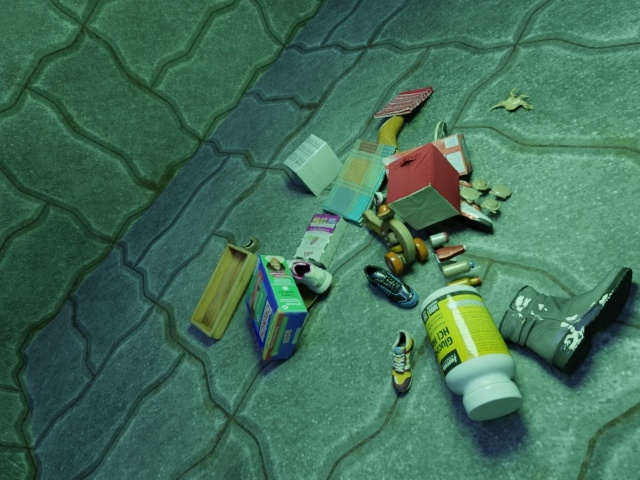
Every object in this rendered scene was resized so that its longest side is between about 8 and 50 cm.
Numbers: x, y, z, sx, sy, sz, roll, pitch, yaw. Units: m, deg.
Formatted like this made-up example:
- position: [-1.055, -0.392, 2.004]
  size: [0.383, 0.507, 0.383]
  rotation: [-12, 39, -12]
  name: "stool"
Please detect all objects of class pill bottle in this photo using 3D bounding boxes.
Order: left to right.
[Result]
- position: [0.413, 0.303, 1.155]
  size: [0.187, 0.188, 0.334]
  rotation: [-29, 43, 17]
  name: "pill bottle"

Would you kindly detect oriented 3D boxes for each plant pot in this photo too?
- position: [-0.090, 0.210, 1.756]
  size: [0.236, 0.032, 0.236]
  rotation: [-21, 47, 24]
  name: "plant pot"

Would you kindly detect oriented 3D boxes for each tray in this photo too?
- position: [-0.448, 0.231, 1.954]
  size: [0.202, 0.076, 0.411]
  rotation: [17, 80, 45]
  name: "tray"

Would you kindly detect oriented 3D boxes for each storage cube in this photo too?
- position: [0.358, -0.183, 1.457]
  size: [0.183, 0.215, 0.193]
  rotation: [-23, 45, 40]
  name: "storage cube"

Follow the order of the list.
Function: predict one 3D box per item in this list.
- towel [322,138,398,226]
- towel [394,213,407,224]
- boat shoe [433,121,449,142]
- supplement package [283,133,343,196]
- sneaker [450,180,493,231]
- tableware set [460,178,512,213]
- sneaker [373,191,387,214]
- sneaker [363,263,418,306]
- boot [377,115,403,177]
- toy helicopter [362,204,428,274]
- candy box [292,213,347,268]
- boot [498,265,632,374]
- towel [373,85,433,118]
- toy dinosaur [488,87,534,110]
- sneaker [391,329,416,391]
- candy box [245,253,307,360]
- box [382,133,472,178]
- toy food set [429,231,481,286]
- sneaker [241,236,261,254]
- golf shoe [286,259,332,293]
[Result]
- position: [0.166, -0.269, 1.858]
  size: [0.271, 0.040, 0.370]
  rotation: [27, 92, 47]
  name: "towel"
- position: [0.342, -0.127, 1.680]
  size: [0.110, 0.027, 0.148]
  rotation: [-22, 46, 25]
  name: "towel"
- position: [0.510, -0.397, 1.730]
  size: [0.073, 0.080, 0.224]
  rotation: [0, 63, 33]
  name: "boat shoe"
- position: [-0.030, -0.369, 2.049]
  size: [0.203, 0.194, 0.149]
  rotation: [-45, 42, -1]
  name: "supplement package"
- position: [0.522, -0.136, 1.494]
  size: [0.145, 0.090, 0.270]
  rotation: [-54, 39, -6]
  name: "sneaker"
- position: [0.578, -0.165, 1.463]
  size: [0.141, 0.020, 0.168]
  rotation: [32, 54, 28]
  name: "tableware set"
- position: [0.259, -0.150, 1.683]
  size: [0.077, 0.178, 0.072]
  rotation: [-10, 82, 3]
  name: "sneaker"
- position: [0.241, 0.157, 1.485]
  size: [0.081, 0.090, 0.232]
  rotation: [-53, 41, -8]
  name: "sneaker"
- position: [0.326, -0.417, 1.884]
  size: [0.295, 0.104, 0.211]
  rotation: [-48, 46, 5]
  name: "boot"
- position: [0.239, -0.048, 1.557]
  size: [0.140, 0.235, 0.355]
  rotation: [-28, 29, -9]
  name: "toy helicopter"
- position: [0.000, 0.000, 1.822]
  size: [0.159, 0.071, 0.233]
  rotation: [7, 62, 42]
  name: "candy box"
- position: [0.652, 0.169, 1.133]
  size: [0.338, 0.118, 0.222]
  rotation: [-46, 36, -7]
  name: "boot"
- position: [0.398, -0.658, 1.988]
  size: [0.198, 0.031, 0.275]
  rotation: [4, 38, 41]
  name: "towel"
- position: [0.762, -0.558, 1.668]
  size: [0.183, 0.053, 0.093]
  rotation: [17, 71, 45]
  name: "toy dinosaur"
- position: [0.250, 0.373, 1.309]
  size: [0.069, 0.084, 0.186]
  rotation: [-9, 52, 34]
  name: "sneaker"
- position: [-0.181, 0.255, 1.618]
  size: [0.317, 0.122, 0.268]
  rotation: [59, 139, 45]
  name: "candy box"
- position: [0.417, -0.295, 1.627]
  size: [0.299, 0.154, 0.142]
  rotation: [-15, 6, 31]
  name: "box"
- position: [0.444, 0.053, 1.396]
  size: [0.104, 0.111, 0.232]
  rotation: [-18, 46, 11]
  name: "toy food set"
- position: [-0.377, 0.063, 2.076]
  size: [0.066, 0.071, 0.188]
  rotation: [19, 70, 46]
  name: "sneaker"
- position: [-0.091, 0.119, 1.703]
  size: [0.306, 0.140, 0.115]
  rotation: [10, 66, 44]
  name: "golf shoe"
